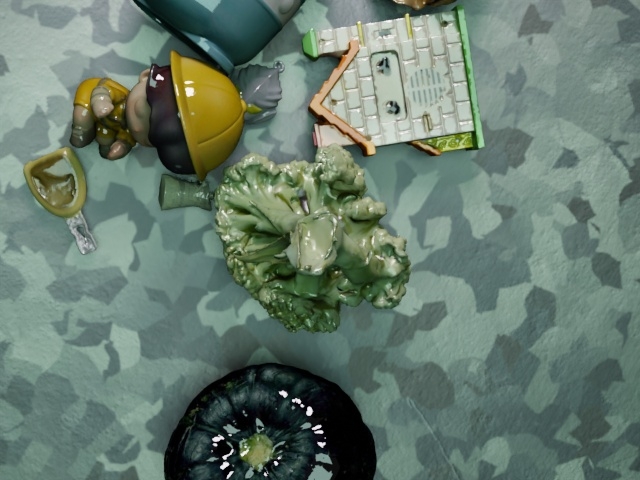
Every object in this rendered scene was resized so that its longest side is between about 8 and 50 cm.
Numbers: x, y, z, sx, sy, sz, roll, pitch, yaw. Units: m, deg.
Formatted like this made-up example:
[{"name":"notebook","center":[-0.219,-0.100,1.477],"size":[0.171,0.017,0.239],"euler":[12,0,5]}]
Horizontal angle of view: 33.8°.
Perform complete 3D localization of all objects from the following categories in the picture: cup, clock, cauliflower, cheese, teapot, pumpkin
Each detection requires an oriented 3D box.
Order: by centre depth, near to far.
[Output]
[{"name":"cup","center":[-0.147,-0.413,1.539],"size":[0.290,0.219,0.257],"euler":[38,89,23]},{"name":"cauliflower","center":[0.001,-0.012,1.539],"size":[0.327,0.281,0.260],"euler":[28,64,-13]},{"name":"pumpkin","center":[-0.074,0.338,1.569],"size":[0.315,0.238,0.315],"euler":[-2,74,6]},{"name":"cheese","center":[-0.386,-0.055,1.606],"size":[0.086,0.036,0.162],"euler":[-23,95,-4]},{"name":"teapot","center":[-0.204,-0.075,1.618],"size":[0.083,0.057,0.067],"euler":[6,118,-15]},{"name":"clock","center":[0.105,-0.230,1.625],"size":[0.255,0.106,0.219],"euler":[-9,93,-1]}]

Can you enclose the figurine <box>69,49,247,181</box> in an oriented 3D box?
[{"name":"figurine","center":[-0.234,-0.187,1.529],"size":[0.257,0.192,0.167],"euler":[11,65,19]}]

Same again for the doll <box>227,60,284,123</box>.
[{"name":"doll","center":[-0.121,-0.208,1.613],"size":[0.180,0.079,0.094],"euler":[-42,97,9]}]

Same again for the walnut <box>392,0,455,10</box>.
[{"name":"walnut","center":[0.187,-0.456,1.590],"size":[0.238,0.141,0.204],"euler":[-37,72,33]}]
